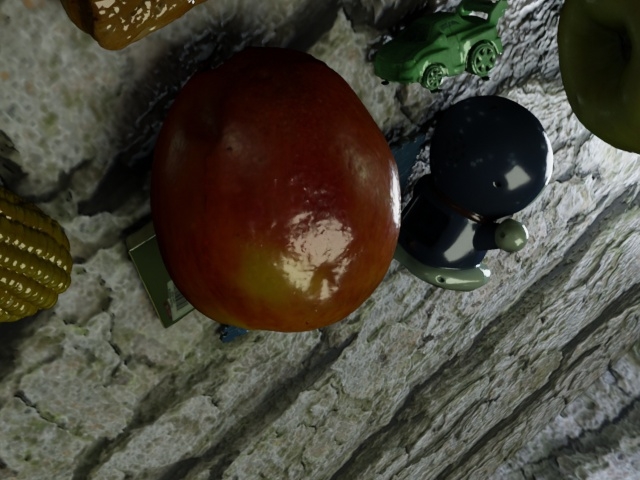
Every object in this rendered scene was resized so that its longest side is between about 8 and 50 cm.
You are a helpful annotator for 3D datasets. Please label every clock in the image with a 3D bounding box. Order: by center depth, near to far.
[{"bbox_3d":[0.190,-0.061,1.472,0.147,0.199,0.243,6,119,-41],"label":"clock"}]

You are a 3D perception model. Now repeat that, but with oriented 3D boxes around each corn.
[{"bbox_3d":[-0.311,-0.009,0.957,0.119,0.119,0.322,-46,149,5],"label":"corn"}]

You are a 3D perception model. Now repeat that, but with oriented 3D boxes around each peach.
[{"bbox_3d":[-0.041,-0.050,1.120,0.281,0.238,0.281,-5,97,-50],"label":"peach"}]

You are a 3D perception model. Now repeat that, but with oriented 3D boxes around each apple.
[{"bbox_3d":[0.436,-0.256,1.392,0.305,0.338,0.338,-17,148,-7],"label":"apple"}]

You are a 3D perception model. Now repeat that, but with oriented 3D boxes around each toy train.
[{"bbox_3d":[0.130,-0.213,1.287,0.149,0.099,0.081,-18,115,-30],"label":"toy train"}]

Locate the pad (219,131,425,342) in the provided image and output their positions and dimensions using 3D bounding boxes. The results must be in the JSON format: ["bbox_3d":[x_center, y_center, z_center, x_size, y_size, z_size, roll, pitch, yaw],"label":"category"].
[{"bbox_3d":[0.000,0.000,1.446,0.270,0.012,0.269,-29,156,-29],"label":"pad"}]

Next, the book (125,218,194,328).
[{"bbox_3d":[-0.079,-0.029,1.320,0.289,0.026,0.201,-36,153,-15],"label":"book"}]

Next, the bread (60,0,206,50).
[{"bbox_3d":[-0.089,-0.263,0.929,0.271,0.077,0.139,-36,148,-18],"label":"bread"}]
